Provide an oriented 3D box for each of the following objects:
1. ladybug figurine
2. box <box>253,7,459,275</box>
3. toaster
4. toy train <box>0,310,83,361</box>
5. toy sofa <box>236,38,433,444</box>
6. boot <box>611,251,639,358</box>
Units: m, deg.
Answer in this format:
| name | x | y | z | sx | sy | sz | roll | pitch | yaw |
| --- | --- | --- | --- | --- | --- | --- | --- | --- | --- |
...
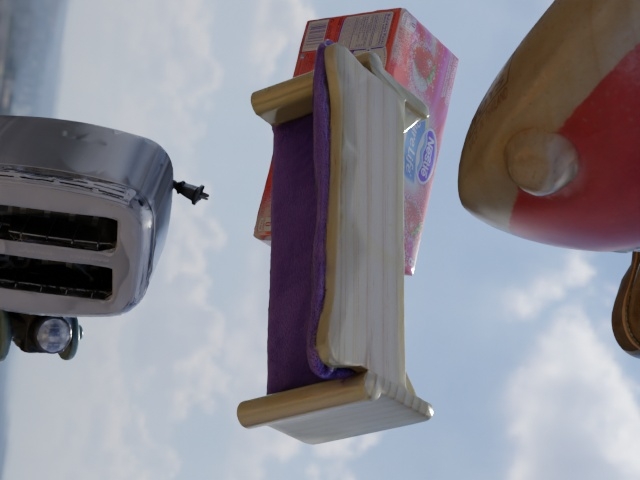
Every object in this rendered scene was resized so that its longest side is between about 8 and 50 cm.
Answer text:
| name | x | y | z | sx | sy | sz | roll | pitch | yaw |
| --- | --- | --- | --- | --- | --- | --- | --- | --- | --- |
| ladybug figurine | 0.254 | -0.129 | 1.005 | 0.449 | 0.162 | 0.305 | -43 | 169 | -43 |
| box | 0.048 | -0.116 | 1.758 | 0.154 | 0.142 | 0.299 | -2 | -114 | 38 |
| toaster | -0.206 | -0.016 | 1.134 | 0.146 | 0.227 | 0.129 | -91 | -170 | -68 |
| toy train | -0.422 | 0.056 | 2.016 | 0.334 | 0.142 | 0.190 | 20 | -74 | 60 |
| toy sofa | 0.000 | 0.000 | 1.383 | 0.150 | 0.177 | 0.362 | -16 | -120 | 32 |
| boot | 0.425 | -0.014 | 1.683 | 0.115 | 0.112 | 0.305 | -37 | -144 | 58 |
